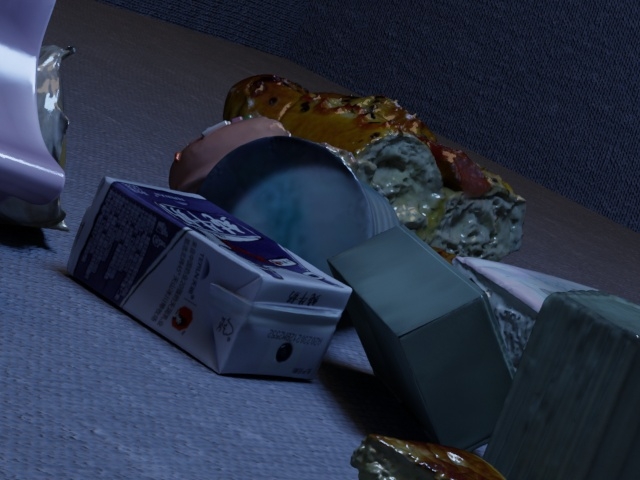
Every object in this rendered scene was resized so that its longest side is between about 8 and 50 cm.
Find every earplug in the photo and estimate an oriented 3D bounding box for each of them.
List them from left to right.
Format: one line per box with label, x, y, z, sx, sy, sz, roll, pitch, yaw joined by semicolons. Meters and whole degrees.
earplug;0.000;0.000;1.939;0.185;0.185;0.324;25;3;15

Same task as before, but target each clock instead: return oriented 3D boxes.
clock;-0.294;-0.119;1.580;0.080;0.275;0.290;20;12;-36

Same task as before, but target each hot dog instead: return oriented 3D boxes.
hot dog;0.046;-0.110;2.558;0.365;0.196;0.367;26;7;41

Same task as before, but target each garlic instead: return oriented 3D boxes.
garlic;-0.305;-0.101;1.784;0.143;0.178;0.229;3;7;-5

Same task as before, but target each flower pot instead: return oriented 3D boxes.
flower pot;0.261;0.161;1.510;0.209;0.189;0.239;16;11;-30

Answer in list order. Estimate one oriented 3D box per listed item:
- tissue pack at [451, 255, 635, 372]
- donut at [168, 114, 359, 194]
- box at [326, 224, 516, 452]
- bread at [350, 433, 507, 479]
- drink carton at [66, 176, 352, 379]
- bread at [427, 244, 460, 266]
tissue pack;0.266;0.120;1.952;0.271;0.124;0.201;17;10;-35
donut;-0.075;-0.068;2.062;0.199;0.085;0.233;-20;-18;22
box;0.094;0.086;1.671;0.086;0.129;0.225;-26;22;-8
bread;0.104;0.189;1.414;0.154;0.054;0.136;30;12;11
drink carton;-0.101;0.036;1.675;0.222;0.102;0.134;31;11;36
bread;0.139;0.055;2.078;0.156;0.086;0.125;30;6;-33
